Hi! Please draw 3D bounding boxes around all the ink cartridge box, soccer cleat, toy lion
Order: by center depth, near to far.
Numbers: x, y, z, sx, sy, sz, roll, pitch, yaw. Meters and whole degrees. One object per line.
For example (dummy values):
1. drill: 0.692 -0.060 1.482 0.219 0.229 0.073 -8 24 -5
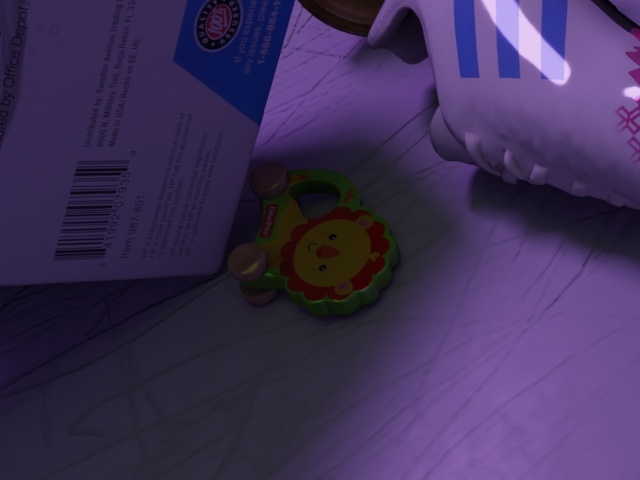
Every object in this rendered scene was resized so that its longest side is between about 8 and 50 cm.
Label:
1. ink cartridge box: -0.188 -0.097 0.891 0.307 0.223 0.129 -2 34 -34
2. soccer cleat: 0.145 -0.066 0.895 0.143 0.116 0.331 -50 48 15
3. toy lion: 0.000 0.000 0.952 0.096 0.034 0.100 -1 52 17

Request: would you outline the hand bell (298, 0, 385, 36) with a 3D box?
1. hand bell: 0.039 -0.251 1.112 0.126 0.126 0.242 -17 34 13
